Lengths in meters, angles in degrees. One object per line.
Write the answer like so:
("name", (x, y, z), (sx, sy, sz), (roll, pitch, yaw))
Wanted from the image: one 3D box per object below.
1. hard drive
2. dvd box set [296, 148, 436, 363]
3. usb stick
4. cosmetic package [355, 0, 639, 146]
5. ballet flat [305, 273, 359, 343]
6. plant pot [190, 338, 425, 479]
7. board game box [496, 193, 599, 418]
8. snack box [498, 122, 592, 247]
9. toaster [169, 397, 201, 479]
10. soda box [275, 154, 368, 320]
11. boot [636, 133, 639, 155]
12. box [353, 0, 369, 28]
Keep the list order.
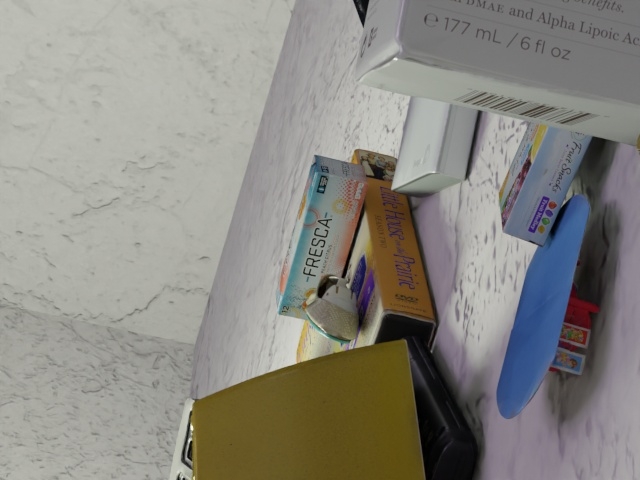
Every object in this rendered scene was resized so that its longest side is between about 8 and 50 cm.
("hard drive", (0.142, -0.206, 1.676), (0.203, 0.040, 0.307), (158, 125, -80))
("dvd box set", (0.041, 0.115, 1.796), (0.420, 0.062, 0.307), (-97, 21, -65))
("usb stick", (0.095, 0.159, 1.432), (0.278, 0.045, 0.077), (-111, 39, -75))
("cosmetic package", (0.169, -0.272, 1.024), (0.156, 0.217, 0.385), (170, 110, -81))
("ballet flat", (0.013, 0.065, 1.665), (0.168, 0.057, 0.052), (-131, 64, -78))
("plant pot", (-0.017, 0.230, 1.364), (0.212, 0.187, 0.212), (96, 170, -54))
("board game box", (0.172, 0.052, 1.134), (0.133, 0.033, 0.168), (122, 166, -68))
("snack box", (0.176, -0.077, 1.185), (0.100, 0.037, 0.141), (-72, 4, -71))
("toaster", (-0.099, 0.271, 1.820), (0.186, 0.110, 0.168), (-166, 87, -69))
("soda box", (0.000, 0.000, 1.795), (0.058, 0.063, 0.183), (-101, 25, -67))
("boot", (0.254, -0.136, 0.722), (0.236, 0.089, 0.269), (-131, 53, -66))
("box", (0.058, -0.307, 1.525), (0.261, 0.103, 0.184), (-80, -32, -84))
